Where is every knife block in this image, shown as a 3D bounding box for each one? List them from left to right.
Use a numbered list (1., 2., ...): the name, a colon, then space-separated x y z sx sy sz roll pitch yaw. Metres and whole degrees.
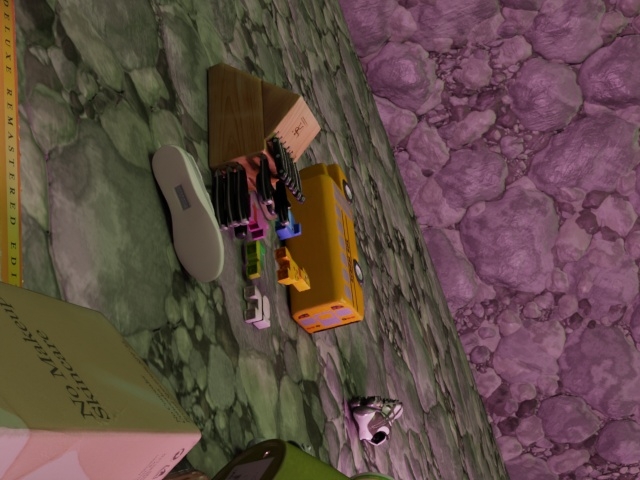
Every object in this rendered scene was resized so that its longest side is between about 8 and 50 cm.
1. knife block: -0.129 -0.132 1.322 0.275 0.242 0.088 29 -15 35

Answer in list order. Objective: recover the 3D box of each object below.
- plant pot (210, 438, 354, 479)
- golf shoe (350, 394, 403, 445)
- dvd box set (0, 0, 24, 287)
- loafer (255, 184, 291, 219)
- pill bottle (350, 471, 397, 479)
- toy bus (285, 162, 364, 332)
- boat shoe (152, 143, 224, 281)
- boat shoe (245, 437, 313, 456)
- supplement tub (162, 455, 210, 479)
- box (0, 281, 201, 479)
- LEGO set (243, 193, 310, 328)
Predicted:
1. plant pot: -0.005 0.375 0.942 0.293 0.274 0.275 52 21 -13
2. golf shoe: 0.108 0.352 1.654 0.198 0.077 0.094 25 61 -61
3. dvd box set: -0.328 -0.092 0.499 0.420 0.062 0.308 28 55 -72
4. loafer: -0.090 -0.103 1.435 0.056 0.050 0.148 -91 163 -52
5. pill bottle: 0.061 0.455 1.240 0.245 0.136 0.136 -44 116 -72
6. toy bus: 0.000 0.000 1.550 0.130 0.108 0.333 48 30 -54
7. boat shoe: -0.167 -0.036 1.107 0.184 0.066 0.063 65 16 4
8. boat shoe: -0.034 0.313 1.162 0.227 0.079 0.081 40 40 -58
9. supplement tub: -0.141 0.282 0.777 0.106 0.106 0.198 18 57 -71
10. box: -0.210 0.111 0.530 0.148 0.121 0.311 46 0 17
11. LEGO set: -0.065 0.035 1.326 0.093 0.087 0.227 52 27 -52
